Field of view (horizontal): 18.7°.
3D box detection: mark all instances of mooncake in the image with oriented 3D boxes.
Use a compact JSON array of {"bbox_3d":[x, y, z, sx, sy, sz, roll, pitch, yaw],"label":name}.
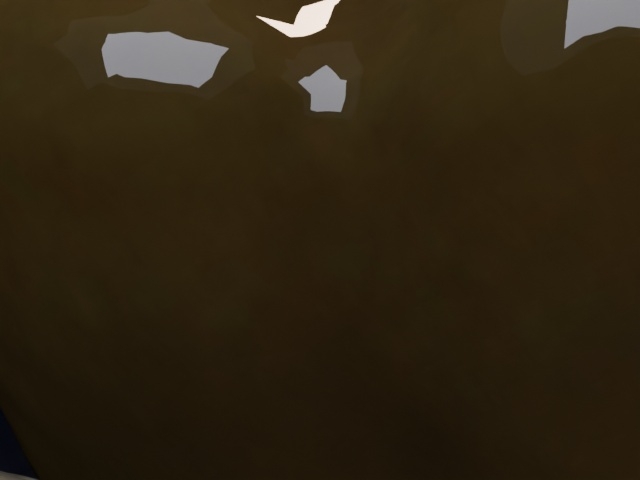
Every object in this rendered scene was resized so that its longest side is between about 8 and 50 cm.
[{"bbox_3d":[0.069,-0.051,0.726,0.467,0.262,0.467,-12,28,6],"label":"mooncake"}]

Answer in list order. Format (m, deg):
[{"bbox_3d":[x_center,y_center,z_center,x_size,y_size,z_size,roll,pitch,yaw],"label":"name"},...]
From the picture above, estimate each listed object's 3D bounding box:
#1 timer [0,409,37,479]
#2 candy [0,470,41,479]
[{"bbox_3d":[-0.251,-0.070,0.872,0.270,0.383,0.270,-7,15,2],"label":"timer"},{"bbox_3d":[-0.206,0.166,0.395,0.427,0.186,0.386,-12,19,-1],"label":"candy"}]
